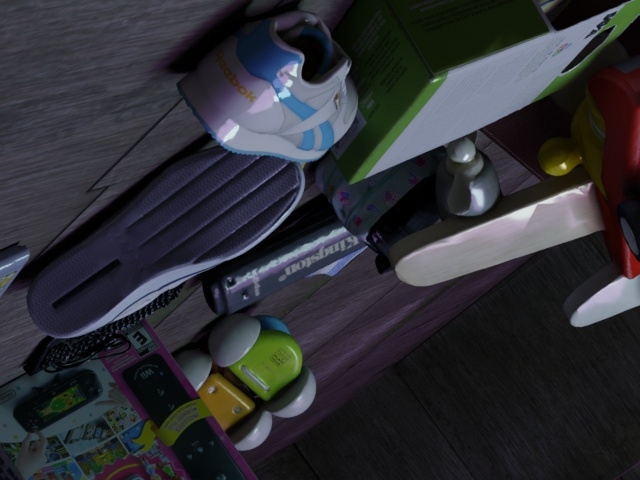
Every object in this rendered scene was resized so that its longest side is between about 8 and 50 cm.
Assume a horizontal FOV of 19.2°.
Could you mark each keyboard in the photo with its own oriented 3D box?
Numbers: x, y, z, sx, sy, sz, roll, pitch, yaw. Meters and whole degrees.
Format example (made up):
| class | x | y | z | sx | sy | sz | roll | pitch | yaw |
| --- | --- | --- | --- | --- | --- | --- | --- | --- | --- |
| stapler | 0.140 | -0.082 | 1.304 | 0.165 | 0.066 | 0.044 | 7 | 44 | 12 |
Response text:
| class | x | y | z | sx | sy | sz | roll | pitch | yaw |
| --- | --- | --- | --- | --- | --- | --- | --- | --- | --- |
| keyboard | -0.210 | 0.094 | 1.915 | 0.192 | 0.038 | 0.100 | -27 | 168 | -37 |

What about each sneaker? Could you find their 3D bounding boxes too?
| class | x | y | z | sx | sy | sz | roll | pitch | yaw |
| --- | --- | --- | --- | --- | --- | --- | --- | --- | --- |
| sneaker | -0.014 | -0.116 | 1.386 | 0.092 | 0.087 | 0.229 | -40 | 172 | 20 |
| sneaker | -0.129 | -0.007 | 1.574 | 0.258 | 0.094 | 0.091 | -28 | -177 | 8 |

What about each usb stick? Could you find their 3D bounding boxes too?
| class | x | y | z | sx | sy | sz | roll | pitch | yaw |
| --- | --- | --- | --- | --- | --- | --- | --- | --- | --- |
| usb stick | 0.000 | 0.000 | 2.058 | 0.278 | 0.045 | 0.077 | -26 | 152 | -14 |

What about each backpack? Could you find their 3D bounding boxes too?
| class | x | y | z | sx | sy | sz | roll | pitch | yaw |
| --- | --- | --- | --- | --- | --- | --- | --- | --- | --- |
| backpack | 0.069 | -0.052 | 1.922 | 0.152 | 0.115 | 0.182 | -49 | 167 | 6 |

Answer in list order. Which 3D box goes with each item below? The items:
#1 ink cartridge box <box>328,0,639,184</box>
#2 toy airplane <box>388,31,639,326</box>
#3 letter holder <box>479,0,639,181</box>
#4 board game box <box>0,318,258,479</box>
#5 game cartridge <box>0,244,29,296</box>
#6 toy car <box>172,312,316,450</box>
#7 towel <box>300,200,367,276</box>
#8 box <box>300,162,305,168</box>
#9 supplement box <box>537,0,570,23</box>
| class | x | y | z | sx | sy | sz | roll | pitch | yaw |
| --- | --- | --- | --- | --- | --- | --- | --- | --- | --- |
| ink cartridge box | 0.131 | -0.164 | 1.553 | 0.255 | 0.097 | 0.189 | -24 | 167 | -29 |
| toy airplane | 0.302 | -0.076 | 1.837 | 0.386 | 0.272 | 0.384 | -5 | 155 | -45 |
| letter holder | 0.312 | -0.208 | 1.974 | 0.302 | 0.214 | 0.152 | -42 | -159 | 33 |
| board game box | -0.197 | 0.257 | 1.949 | 0.224 | 0.303 | 0.097 | -29 | 169 | -33 |
| game cartridge | -0.265 | 0.035 | 1.481 | 0.056 | 0.017 | 0.083 | -23 | 165 | -38 |
| toy car | -0.103 | 0.164 | 2.406 | 0.182 | 0.159 | 0.136 | -38 | -155 | 18 |
| towel | 0.037 | -0.019 | 2.233 | 0.209 | 0.034 | 0.285 | -38 | 170 | 15 |
| box | -0.073 | -0.042 | 1.694 | 0.105 | 0.043 | 0.179 | -31 | 168 | -23 |
| supplement box | 0.174 | -0.215 | 1.641 | 0.083 | 0.056 | 0.083 | -29 | 169 | -30 |
